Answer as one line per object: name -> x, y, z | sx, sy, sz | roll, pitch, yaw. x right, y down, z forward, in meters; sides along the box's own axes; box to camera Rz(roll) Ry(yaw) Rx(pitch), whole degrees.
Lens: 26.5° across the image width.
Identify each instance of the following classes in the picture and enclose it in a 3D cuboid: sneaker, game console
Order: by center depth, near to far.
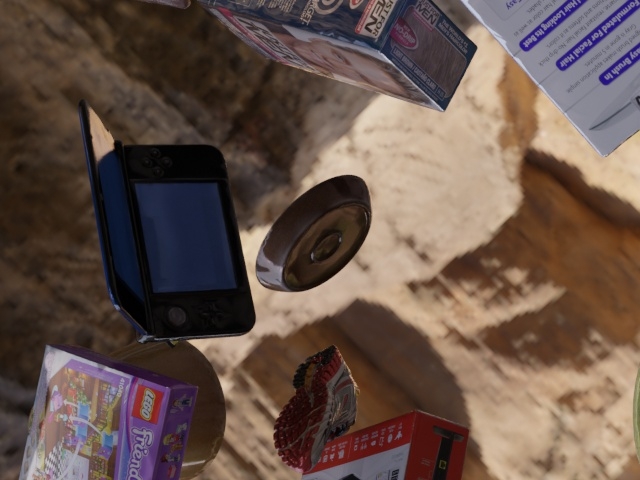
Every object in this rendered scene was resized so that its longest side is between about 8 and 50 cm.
sneaker -> 0.008, 0.230, 1.782 | 0.093, 0.088, 0.225 | 52, -151, -16
game console -> -0.201, -0.027, 1.809 | 0.173, 0.250, 0.293 | 135, 128, -57

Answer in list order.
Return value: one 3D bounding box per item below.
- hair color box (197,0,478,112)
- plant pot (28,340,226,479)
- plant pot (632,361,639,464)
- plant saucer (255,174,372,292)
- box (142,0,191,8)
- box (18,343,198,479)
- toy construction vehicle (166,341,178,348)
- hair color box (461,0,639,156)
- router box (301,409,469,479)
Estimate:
hair color box -> 0.017, -0.288, 1.809 | 0.347, 0.105, 0.174 | 22, 172, 41
plant pot -> -0.312, 0.275, 2.075 | 0.237, 0.237, 0.254 | 47, -155, 22
plant pot -> 0.458, 0.158, 1.174 | 0.253, 0.276, 0.276 | 18, -160, -41
plant saucer -> 0.000, 0.000, 1.548 | 0.029, 0.168, 0.168 | 46, 180, 29
box -> -0.293, -0.358, 1.287 | 0.381, 0.191, 0.143 | 10, 162, 5
box -> -0.267, 0.289, 1.625 | 0.200, 0.293, 0.057 | 15, -175, 32
toy construction vehicle -> -0.198, 0.119, 1.976 | 0.035, 0.098, 0.086 | 47, -174, -18
hair color box -> 0.271, -0.280, 1.464 | 0.339, 0.185, 0.110 | 48, -149, -3
router box -> 0.056, 0.400, 1.776 | 0.082, 0.301, 0.335 | 21, 155, -19
